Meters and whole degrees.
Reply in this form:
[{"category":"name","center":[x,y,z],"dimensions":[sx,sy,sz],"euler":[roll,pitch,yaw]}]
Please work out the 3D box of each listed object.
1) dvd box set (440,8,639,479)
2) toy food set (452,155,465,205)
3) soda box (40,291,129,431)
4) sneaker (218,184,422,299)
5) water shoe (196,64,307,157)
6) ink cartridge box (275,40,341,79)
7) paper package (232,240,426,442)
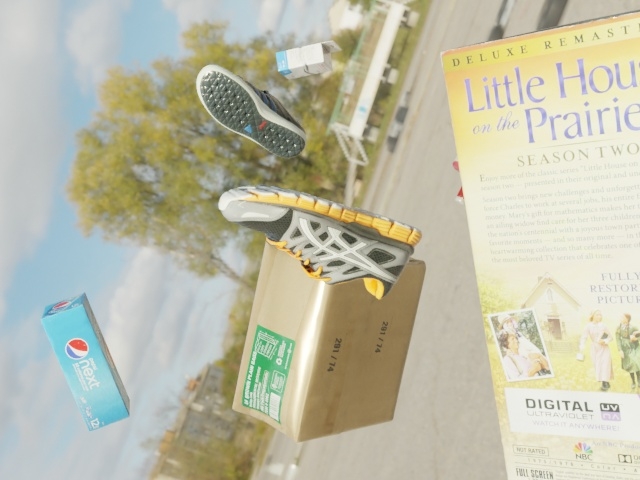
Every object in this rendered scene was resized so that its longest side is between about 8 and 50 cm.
[{"category":"dvd box set","center":[0.276,0.026,0.682],"dimensions":[0.062,0.307,0.420],"euler":[-25,-74,-54]},{"category":"toy food set","center":[0.333,-0.107,1.711],"dimensions":[0.104,0.111,0.232],"euler":[-57,-44,-6]},{"category":"soda box","center":[-0.378,0.197,1.363],"dimensions":[0.067,0.071,0.210],"euler":[-129,20,-71]},{"category":"sneaker","center":[0.000,0.000,0.820],"dimensions":[0.084,0.215,0.083],"euler":[31,103,66]},{"category":"water shoe","center":[-0.108,-0.201,1.282],"dimensions":[0.073,0.203,0.080],"euler":[-39,32,21]},{"category":"ink cartridge box","center":[-0.014,-0.249,1.163],"dimensions":[0.048,0.083,0.028],"euler":[11,-110,-73]},{"category":"paper package","center":[0.020,0.171,1.536],"dimensions":[0.309,0.168,0.325],"euler":[3,-79,-50]}]
